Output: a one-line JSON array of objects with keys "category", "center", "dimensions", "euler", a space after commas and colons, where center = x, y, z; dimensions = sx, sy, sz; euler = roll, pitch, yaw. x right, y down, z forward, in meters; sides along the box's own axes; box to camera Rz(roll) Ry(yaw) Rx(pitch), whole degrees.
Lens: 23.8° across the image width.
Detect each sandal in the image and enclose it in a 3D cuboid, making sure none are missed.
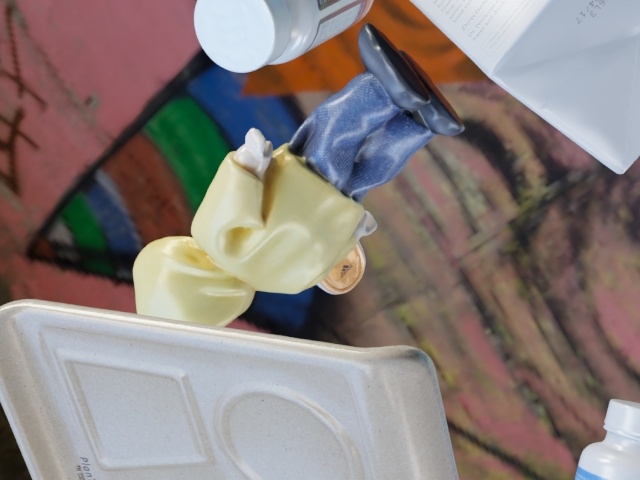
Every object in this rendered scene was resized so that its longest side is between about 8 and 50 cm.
[{"category": "sandal", "center": [0.007, -0.008, 1.794], "dimensions": [0.102, 0.076, 0.265], "euler": [-50, -40, -7]}]

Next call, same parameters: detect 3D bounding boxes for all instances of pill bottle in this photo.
[{"category": "pill bottle", "center": [0.324, 0.285, 1.601], "dimensions": [0.124, 0.124, 0.222], "euler": [12, -88, -30]}, {"category": "pill bottle", "center": [-0.038, -0.262, 1.657], "dimensions": [0.121, 0.121, 0.221], "euler": [53, -143, 0]}]

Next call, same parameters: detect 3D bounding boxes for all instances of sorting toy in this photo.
[{"category": "sorting toy", "center": [-0.033, 0.109, 0.672], "dimensions": [0.038, 0.208, 0.193], "euler": [-56, -39, -47]}]

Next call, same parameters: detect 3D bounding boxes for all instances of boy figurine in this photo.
[{"category": "boy figurine", "center": [-0.024, -0.024, 1.138], "dimensions": [0.177, 0.285, 0.092], "euler": [24, -152, -52]}]

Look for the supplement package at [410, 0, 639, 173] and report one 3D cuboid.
[{"category": "supplement package", "center": [0.163, -0.222, 1.159], "dimensions": [0.175, 0.177, 0.293], "euler": [29, -163, -41]}]
